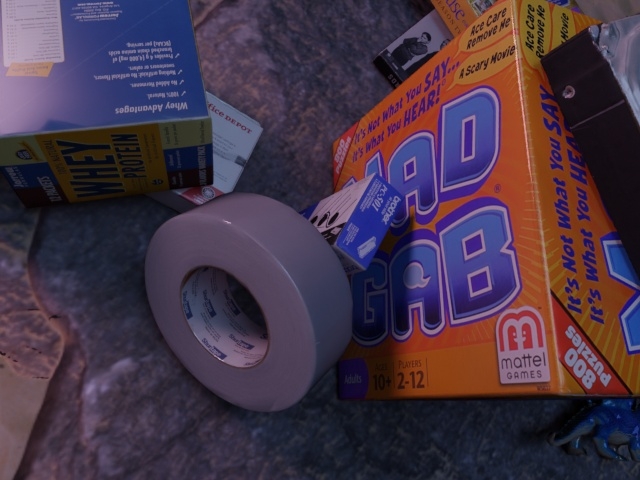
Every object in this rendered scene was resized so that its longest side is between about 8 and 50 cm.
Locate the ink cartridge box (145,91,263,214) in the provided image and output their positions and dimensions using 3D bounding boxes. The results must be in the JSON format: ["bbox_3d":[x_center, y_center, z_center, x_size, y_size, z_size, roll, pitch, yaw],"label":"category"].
[{"bbox_3d":[-0.144,-0.100,0.704,0.099,0.056,0.135,30,65,-15],"label":"ink cartridge box"}]

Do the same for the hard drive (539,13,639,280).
[{"bbox_3d":[0.354,-0.043,0.517,0.237,0.064,0.339,-20,87,-30],"label":"hard drive"}]

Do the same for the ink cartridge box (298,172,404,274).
[{"bbox_3d":[0.000,0.000,0.658,0.046,0.207,0.097,39,63,-16],"label":"ink cartridge box"}]

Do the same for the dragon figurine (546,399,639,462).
[{"bbox_3d":[0.419,0.248,0.861,0.289,0.085,0.144,14,70,-22],"label":"dragon figurine"}]

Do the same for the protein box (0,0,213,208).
[{"bbox_3d":[-0.224,-0.163,0.598,0.200,0.136,0.201,-9,70,-13],"label":"protein box"}]

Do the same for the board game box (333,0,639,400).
[{"bbox_3d":[0.253,0.006,0.694,0.356,0.356,0.356,6,73,-25],"label":"board game box"}]

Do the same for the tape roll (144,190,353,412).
[{"bbox_3d":[-0.077,0.063,0.594,0.219,0.219,0.072,56,41,-2],"label":"tape roll"}]

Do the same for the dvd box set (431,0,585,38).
[{"bbox_3d":[0.300,-0.431,0.985,0.307,0.062,0.420,-33,89,-37],"label":"dvd box set"}]

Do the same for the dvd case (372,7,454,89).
[{"bbox_3d":[0.215,-0.285,0.946,0.179,0.029,0.239,49,61,-6],"label":"dvd case"}]
